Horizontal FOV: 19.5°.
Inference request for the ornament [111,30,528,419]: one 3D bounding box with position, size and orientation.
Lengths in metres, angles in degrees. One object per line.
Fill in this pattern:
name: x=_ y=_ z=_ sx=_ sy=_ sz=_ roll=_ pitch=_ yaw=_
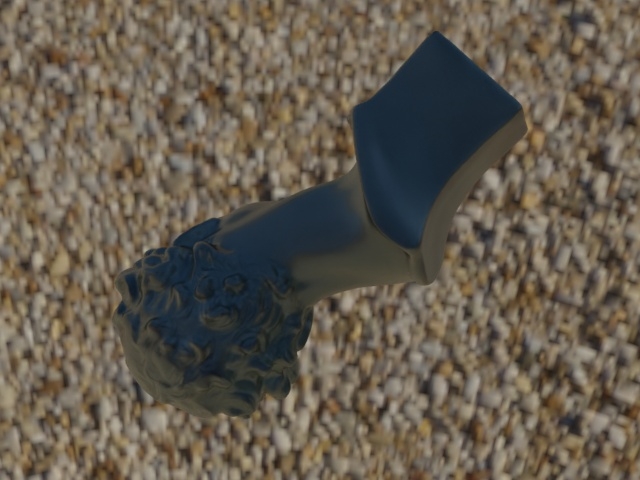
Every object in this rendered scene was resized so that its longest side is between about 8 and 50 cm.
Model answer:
ornament: x=0.001 y=0.000 z=1.081 sx=0.285 sy=0.130 sz=0.120 roll=-38 pitch=76 yaw=18
